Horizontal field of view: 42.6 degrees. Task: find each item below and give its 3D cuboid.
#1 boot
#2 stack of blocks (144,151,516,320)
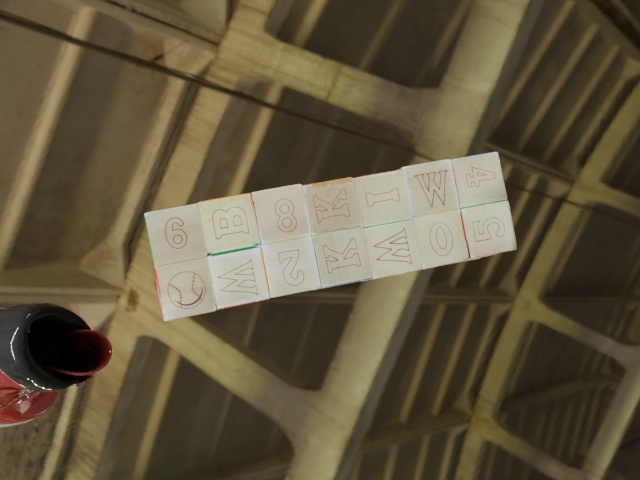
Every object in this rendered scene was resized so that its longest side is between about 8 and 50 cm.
[{"bbox_3d":[-0.237,0.109,0.683,0.244,0.176,0.088,67,-151,-65],"label":"boot"},{"bbox_3d":[0.000,0.000,0.736,0.297,0.171,0.087,-10,-93,-10],"label":"stack of blocks"}]
